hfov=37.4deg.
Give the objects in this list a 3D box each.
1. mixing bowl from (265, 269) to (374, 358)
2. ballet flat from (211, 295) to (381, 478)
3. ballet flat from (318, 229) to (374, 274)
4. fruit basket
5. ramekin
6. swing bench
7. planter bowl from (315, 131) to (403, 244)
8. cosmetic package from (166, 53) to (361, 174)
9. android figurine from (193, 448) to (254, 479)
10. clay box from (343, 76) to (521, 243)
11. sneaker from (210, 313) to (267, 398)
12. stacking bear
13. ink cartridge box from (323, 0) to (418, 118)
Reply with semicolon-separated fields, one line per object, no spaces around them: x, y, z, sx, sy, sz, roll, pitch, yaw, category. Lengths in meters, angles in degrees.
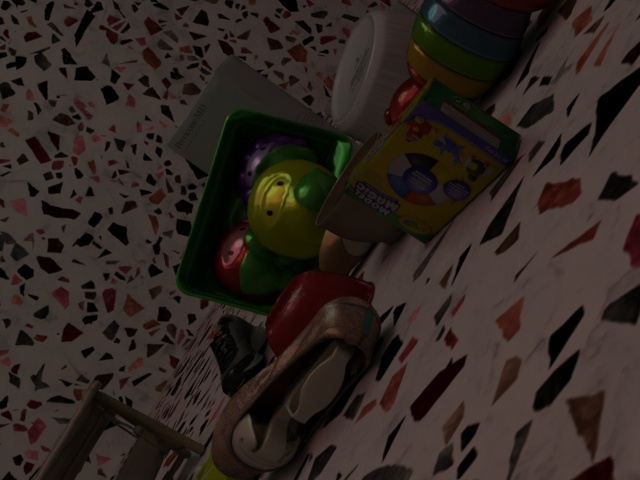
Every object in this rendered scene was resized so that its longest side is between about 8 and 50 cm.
-0.014;0.109;1.329;0.181;0.098;0.181;-55;8;11;mixing bowl
-0.040;0.199;1.135;0.316;0.107;0.106;-55;15;22;ballet flat
0.073;-0.043;1.484;0.232;0.080;0.073;-61;24;-15;ballet flat
-0.083;-0.050;1.690;0.392;0.283;0.392;15;-90;-85;fruit basket
0.115;-0.300;1.745;0.273;0.127;0.273;-165;90;-74;ramekin
-0.399;0.442;1.782;0.253;0.254;0.165;-61;8;-24;swing bench
0.082;-0.061;1.366;0.162;0.109;0.162;-56;8;12;planter bowl
-0.109;-0.198;2.046;0.217;0.385;0.156;-54;9;27;cosmetic package
-0.151;0.357;1.353;0.248;0.056;0.273;-54;10;23;android figurine
0.122;-0.082;1.139;0.222;0.127;0.053;-50;12;47;clay box
-0.168;0.218;1.804;0.100;0.108;0.271;-54;10;10;sneaker
0.195;-0.267;1.368;0.289;0.175;0.164;-63;-4;32;stacking bear
0.138;-0.393;2.212;0.226;0.131;0.306;-58;3;-12;ink cartridge box
